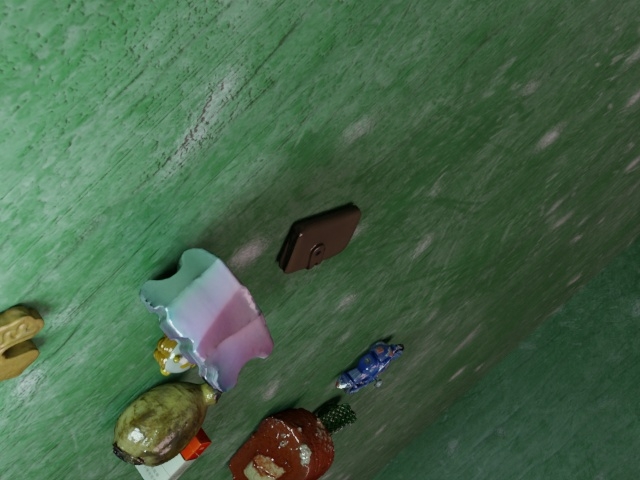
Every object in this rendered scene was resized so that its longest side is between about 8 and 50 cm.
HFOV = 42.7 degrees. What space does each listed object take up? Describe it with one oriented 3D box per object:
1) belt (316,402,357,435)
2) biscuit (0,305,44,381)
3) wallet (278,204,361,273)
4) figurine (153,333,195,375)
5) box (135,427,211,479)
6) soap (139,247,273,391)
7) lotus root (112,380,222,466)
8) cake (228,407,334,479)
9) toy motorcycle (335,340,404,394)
[{"bbox_3d":[0.026,0.506,2.305,0.151,0.079,0.121,-26,164,-8],"label":"belt"},{"bbox_3d":[-0.459,0.157,1.022,0.236,0.040,0.144,-22,145,-41],"label":"biscuit"},{"bbox_3d":[0.000,0.000,1.435,0.153,0.039,0.118,-23,148,-39],"label":"wallet"},{"bbox_3d":[-0.228,0.189,1.381,0.101,0.068,0.143,-52,160,-17],"label":"figurine"},{"bbox_3d":[-0.297,0.410,1.612,0.152,0.100,0.048,-47,159,12],"label":"box"},{"bbox_3d":[-0.163,0.114,1.168,0.109,0.193,0.324,-41,-177,-14],"label":"soap"},{"bbox_3d":[-0.274,0.320,1.465,0.214,0.138,0.138,-32,155,-23],"label":"lotus root"},{"bbox_3d":[-0.095,0.556,2.074,0.283,0.177,0.151,-51,154,24],"label":"cake"},{"bbox_3d":[0.135,0.336,2.180,0.205,0.076,0.114,-39,147,1],"label":"toy motorcycle"}]
